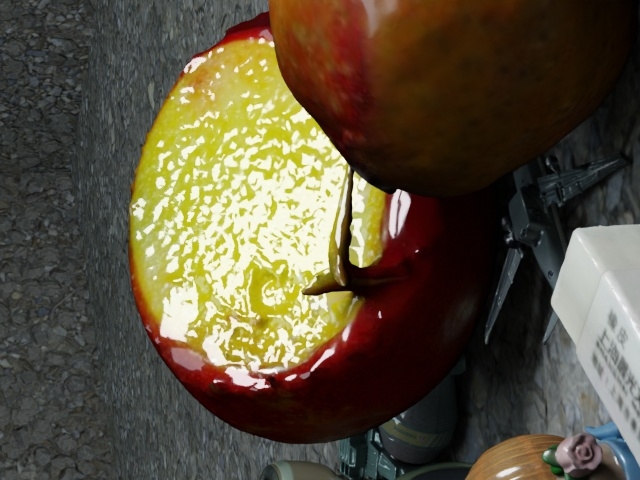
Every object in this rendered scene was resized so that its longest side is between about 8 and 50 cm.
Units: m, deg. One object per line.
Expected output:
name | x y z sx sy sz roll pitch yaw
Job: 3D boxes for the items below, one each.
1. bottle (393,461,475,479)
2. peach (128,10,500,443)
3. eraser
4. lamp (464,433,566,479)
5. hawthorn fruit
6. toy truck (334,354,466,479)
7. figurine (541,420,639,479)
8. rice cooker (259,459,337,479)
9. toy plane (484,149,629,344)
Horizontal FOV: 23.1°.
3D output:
bottle | 0.115 0.385 1.455 0.168 0.168 0.347 -120 29 -56
peach | 0.008 -0.007 1.481 0.335 0.310 0.406 -20 59 27
eraser | 0.260 0.101 1.014 0.279 0.124 0.081 -113 27 -49
lamp | 0.179 0.223 1.275 0.136 0.136 0.136 178 90 -73
hawthorn fruit | 0.109 -0.194 1.198 0.325 0.308 0.308 165 102 -69
toy truck | 0.085 0.209 1.635 0.140 0.108 0.257 22 111 56
figurine | 0.220 0.151 1.140 0.114 0.144 0.178 154 125 -67
rice cooker | -0.026 0.379 1.973 0.145 0.127 0.206 -167 72 -73
toy plane | 0.191 -0.014 1.335 0.226 0.058 0.226 -57 36 36
